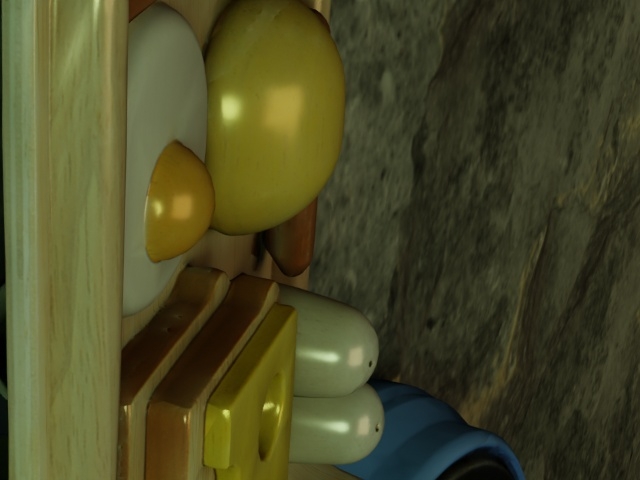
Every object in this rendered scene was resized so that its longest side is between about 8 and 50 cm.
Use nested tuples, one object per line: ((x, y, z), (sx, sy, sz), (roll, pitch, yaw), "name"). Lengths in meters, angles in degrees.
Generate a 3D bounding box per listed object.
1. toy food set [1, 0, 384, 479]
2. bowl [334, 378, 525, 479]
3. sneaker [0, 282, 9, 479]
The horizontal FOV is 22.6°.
((0.000, 0.000, 0.449), (0.219, 0.092, 0.306), (-56, 152, -64), "toy food set")
((0.015, 0.273, 0.863), (0.391, 0.077, 0.391), (-42, 139, -50), "bowl")
((-0.072, 0.037, 0.560), (0.192, 0.064, 0.086), (-33, 138, -51), "sneaker")
